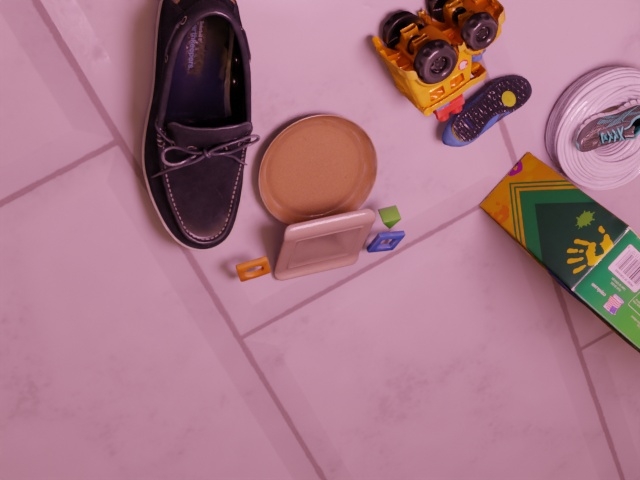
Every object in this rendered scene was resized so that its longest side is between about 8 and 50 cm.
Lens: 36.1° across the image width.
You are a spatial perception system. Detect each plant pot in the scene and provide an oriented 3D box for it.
[{"bbox_3d":[-0.007,-0.132,1.859,0.237,0.032,0.236,-9,120,-15],"label":"plant pot"}]

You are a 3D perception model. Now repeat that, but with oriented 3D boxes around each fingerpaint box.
[{"bbox_3d":[0.579,0.065,1.974,0.445,0.371,0.163,36,100,-32],"label":"fingerpaint box"}]

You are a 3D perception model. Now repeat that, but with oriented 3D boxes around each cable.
[{"bbox_3d":[0.582,-0.229,1.988,0.257,0.089,0.257,9,114,-23],"label":"cable"}]

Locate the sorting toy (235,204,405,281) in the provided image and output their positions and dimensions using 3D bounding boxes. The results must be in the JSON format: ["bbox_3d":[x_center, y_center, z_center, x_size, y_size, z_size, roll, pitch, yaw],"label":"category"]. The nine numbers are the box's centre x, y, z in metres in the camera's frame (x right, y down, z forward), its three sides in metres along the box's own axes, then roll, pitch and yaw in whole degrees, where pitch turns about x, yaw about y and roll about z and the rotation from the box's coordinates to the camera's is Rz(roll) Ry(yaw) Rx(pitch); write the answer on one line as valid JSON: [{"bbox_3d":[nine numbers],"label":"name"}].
[{"bbox_3d":[0.000,0.000,1.893,0.348,0.047,0.196,-13,154,-16],"label":"sorting toy"}]

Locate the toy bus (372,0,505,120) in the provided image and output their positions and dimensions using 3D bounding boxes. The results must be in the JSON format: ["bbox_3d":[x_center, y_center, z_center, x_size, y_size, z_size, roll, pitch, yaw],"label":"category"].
[{"bbox_3d":[0.234,-0.327,1.788,0.220,0.149,0.211,-33,136,-4],"label":"toy bus"}]

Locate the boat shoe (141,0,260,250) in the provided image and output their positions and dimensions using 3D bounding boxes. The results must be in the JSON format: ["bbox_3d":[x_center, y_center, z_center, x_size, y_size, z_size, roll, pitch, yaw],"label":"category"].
[{"bbox_3d":[-0.205,-0.193,1.685,0.187,0.156,0.499,-5,119,-19],"label":"boat shoe"}]

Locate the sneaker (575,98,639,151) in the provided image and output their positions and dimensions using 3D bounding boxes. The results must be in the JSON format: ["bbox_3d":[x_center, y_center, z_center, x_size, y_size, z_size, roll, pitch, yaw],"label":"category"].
[{"bbox_3d":[0.573,-0.216,1.892,0.167,0.076,0.065,-29,121,-2],"label":"sneaker"}]

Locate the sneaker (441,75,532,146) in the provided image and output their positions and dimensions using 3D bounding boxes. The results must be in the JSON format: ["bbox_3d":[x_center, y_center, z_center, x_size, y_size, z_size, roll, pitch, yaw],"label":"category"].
[{"bbox_3d":[0.317,-0.251,1.903,0.209,0.082,0.069,-37,94,-18],"label":"sneaker"}]
